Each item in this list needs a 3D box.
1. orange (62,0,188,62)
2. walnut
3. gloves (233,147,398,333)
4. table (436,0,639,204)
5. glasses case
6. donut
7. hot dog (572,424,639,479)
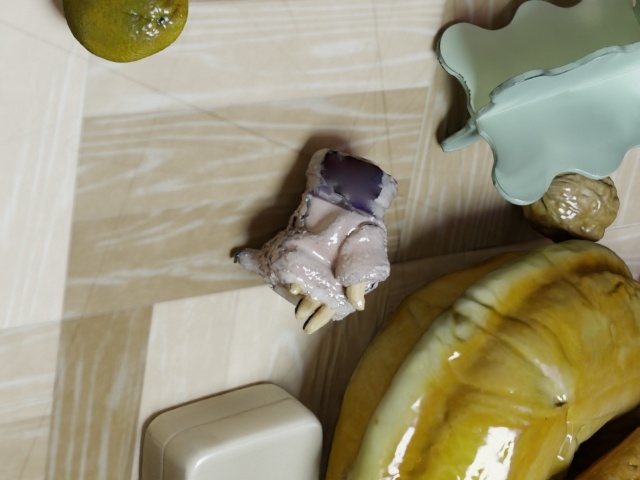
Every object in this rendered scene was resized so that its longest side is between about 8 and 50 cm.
[{"bbox_3d":[-0.134,-0.164,1.207,0.085,0.095,0.085,-15,116,-32],"label":"orange"},{"bbox_3d":[0.227,-0.036,1.593,0.096,0.082,0.079,22,130,-39],"label":"walnut"},{"bbox_3d":[0.009,0.000,1.419,0.144,0.110,0.094,-52,177,-2],"label":"gloves"},{"bbox_3d":[0.207,-0.128,1.476,0.198,0.166,0.166,-19,125,-21],"label":"table"},{"bbox_3d":[-0.084,0.293,1.523,0.144,0.076,0.336,-13,121,-34],"label":"glasses case"},{"bbox_3d":[0.166,0.209,1.576,0.449,0.198,0.449,-29,131,-40],"label":"donut"},{"bbox_3d":[0.309,0.225,1.497,0.349,0.117,0.158,-30,130,-39],"label":"hot dog"}]
